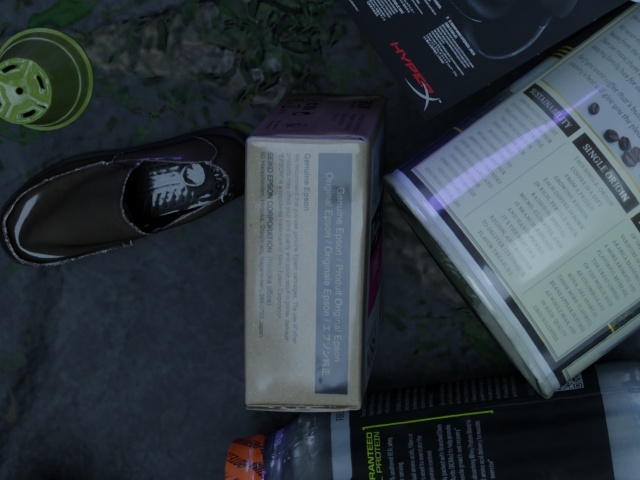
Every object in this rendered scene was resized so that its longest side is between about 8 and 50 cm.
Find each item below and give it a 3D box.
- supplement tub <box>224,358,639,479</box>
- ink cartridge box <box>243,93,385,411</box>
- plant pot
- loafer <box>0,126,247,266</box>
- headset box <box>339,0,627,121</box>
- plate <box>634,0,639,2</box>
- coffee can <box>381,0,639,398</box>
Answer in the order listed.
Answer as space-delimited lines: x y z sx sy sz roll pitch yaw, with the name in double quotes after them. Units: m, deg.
0.106 0.212 1.277 0.338 0.207 0.207 -8 102 6 "supplement tub"
0.000 0.000 1.224 0.088 0.234 0.193 1 103 5 "ink cartridge box"
-0.226 -0.121 1.294 0.083 0.079 0.083 1 103 4 "plant pot"
-0.159 -0.035 1.308 0.220 0.078 0.080 -21 100 8 "loafer"
0.140 -0.256 1.173 0.293 0.110 0.218 -31 105 27 "headset box"
0.149 -0.327 1.045 0.278 0.045 0.277 26 118 5 "plate"
0.212 -0.047 1.189 0.275 0.201 0.201 -36 98 0 "coffee can"
